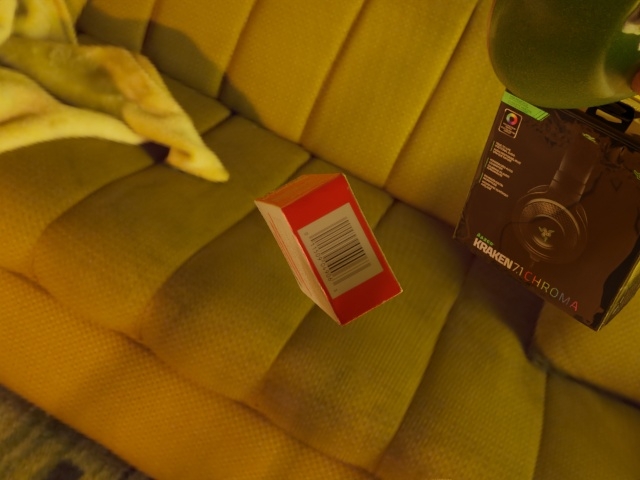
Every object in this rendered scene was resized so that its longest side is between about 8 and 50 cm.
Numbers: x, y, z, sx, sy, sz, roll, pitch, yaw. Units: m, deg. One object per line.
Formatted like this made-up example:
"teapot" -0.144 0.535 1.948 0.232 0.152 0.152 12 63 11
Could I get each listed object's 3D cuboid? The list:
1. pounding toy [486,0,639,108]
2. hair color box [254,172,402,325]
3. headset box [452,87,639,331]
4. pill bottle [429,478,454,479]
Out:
"pounding toy" 0.220 -0.140 0.438 0.110 0.237 0.183 57 8 30
"hair color box" 0.000 0.000 0.602 0.093 0.053 0.167 62 -8 -9
"headset box" 0.343 -0.070 1.051 0.246 0.283 0.131 36 44 26
"pill bottle" 0.116 0.258 0.612 0.152 0.086 0.086 59 15 -26
